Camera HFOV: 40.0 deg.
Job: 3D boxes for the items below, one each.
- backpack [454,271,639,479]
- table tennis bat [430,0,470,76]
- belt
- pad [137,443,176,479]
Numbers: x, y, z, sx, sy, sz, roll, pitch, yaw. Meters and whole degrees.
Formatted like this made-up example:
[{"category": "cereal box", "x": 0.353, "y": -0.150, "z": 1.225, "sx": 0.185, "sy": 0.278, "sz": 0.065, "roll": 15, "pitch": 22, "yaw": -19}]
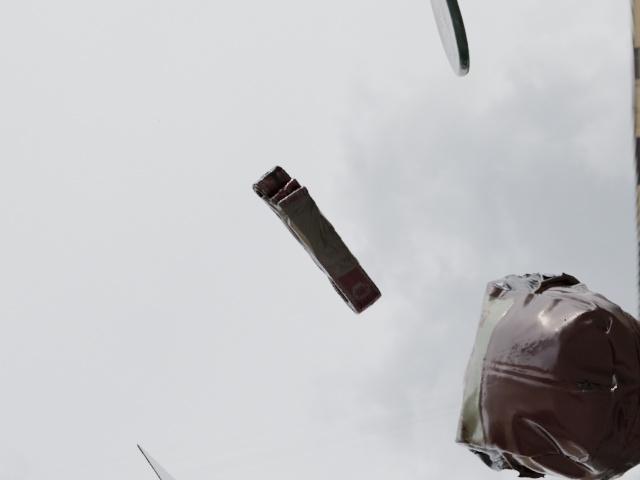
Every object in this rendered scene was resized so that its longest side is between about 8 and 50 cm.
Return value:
[{"category": "backpack", "x": 0.325, "y": 0.182, "z": 1.161, "sx": 0.197, "sy": 0.317, "sz": 0.283, "roll": 9, "pitch": -95, "yaw": -21}, {"category": "table tennis bat", "x": 0.161, "y": -0.341, "z": 1.190, "sx": 0.040, "sy": 0.153, "sz": 0.244, "roll": -17, "pitch": -83, "yaw": 2}, {"category": "belt", "x": 0.000, "y": 0.000, "z": 1.181, "sx": 0.053, "sy": 0.071, "sz": 0.232, "roll": -40, "pitch": -79, "yaw": -8}, {"category": "pad", "x": -0.152, "y": 0.351, "z": 1.106, "sx": 0.003, "sy": 0.158, "sz": 0.235, "roll": -37, "pitch": -33, "yaw": -12}]
